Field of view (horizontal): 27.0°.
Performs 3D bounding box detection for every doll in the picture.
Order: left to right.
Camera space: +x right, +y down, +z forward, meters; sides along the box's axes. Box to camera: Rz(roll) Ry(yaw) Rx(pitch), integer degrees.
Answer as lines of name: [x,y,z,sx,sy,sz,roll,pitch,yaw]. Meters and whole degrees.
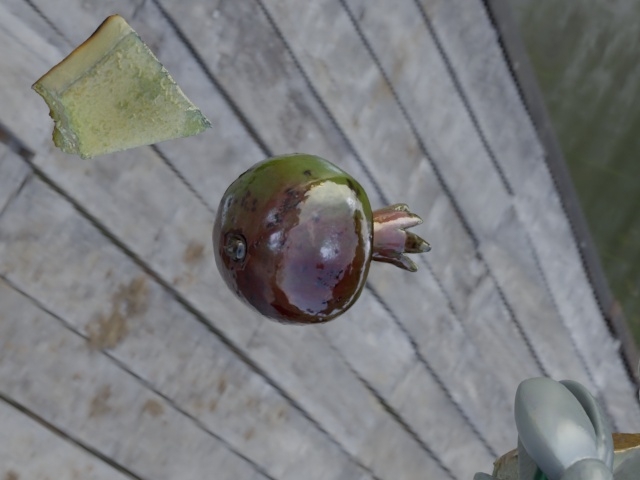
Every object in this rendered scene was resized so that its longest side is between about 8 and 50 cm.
doll: [0.175,0.204,1.001,0.153,0.258,0.195,45,69,-20]

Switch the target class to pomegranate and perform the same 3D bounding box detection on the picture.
pomegranate: [-0.004,0.007,0.992,0.159,0.129,0.129,27,89,-34]

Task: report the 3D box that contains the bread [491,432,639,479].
bread: [0.355,0.363,1.721,0.279,0.250,0.225,130,-42,-77]

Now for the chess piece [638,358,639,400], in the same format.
chess piece: [0.342,0.008,1.027,0.176,0.176,0.298,-20,119,-50]

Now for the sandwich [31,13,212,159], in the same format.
sandwich: [-0.241,-0.151,1.578,0.162,0.058,0.193,-41,138,-1]

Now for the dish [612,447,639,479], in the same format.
dish: [0.341,0.279,1.204,0.256,0.117,0.256,0,90,-24]
